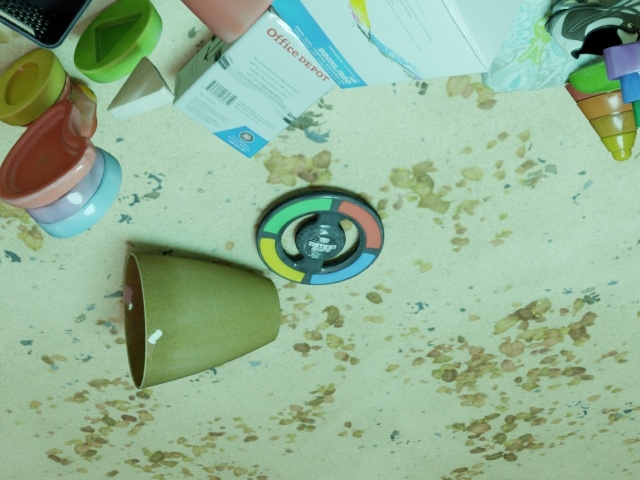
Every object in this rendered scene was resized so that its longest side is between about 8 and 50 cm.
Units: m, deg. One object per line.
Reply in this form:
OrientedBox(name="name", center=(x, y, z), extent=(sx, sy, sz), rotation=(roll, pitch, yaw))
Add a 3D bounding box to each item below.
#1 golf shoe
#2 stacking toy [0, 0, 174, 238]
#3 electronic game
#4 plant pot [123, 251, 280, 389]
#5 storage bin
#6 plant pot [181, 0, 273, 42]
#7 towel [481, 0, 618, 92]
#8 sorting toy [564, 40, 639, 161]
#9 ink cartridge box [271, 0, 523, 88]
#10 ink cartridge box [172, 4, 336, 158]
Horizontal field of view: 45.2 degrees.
OrientedBox(name="golf shoe", center=(0.385, -0.263, 0.956), extent=(0.198, 0.094, 0.077), rotation=(-9, 145, 2))
OrientedBox(name="stacking toy", center=(-0.290, -0.160, 1.026), extent=(0.279, 0.309, 0.130), rotation=(-31, 139, 11))
OrientedBox(name="electronic game", center=(0.000, 0.000, 1.364), extent=(0.229, 0.048, 0.229), rotation=(-2, 135, -2))
OrientedBox(name="plant pot", center=(-0.209, 0.135, 1.378), extent=(0.254, 0.237, 0.237), rotation=(-1, 137, -22))
OrientedBox(name="storage bin", center=(-0.338, -0.347, 0.959), extent=(0.122, 0.084, 0.180), rotation=(30, 125, -30))
OrientedBox(name="plant pot", center=(-0.122, -0.392, 0.824), extent=(0.243, 0.275, 0.275), rotation=(33, 125, -21))
OrientedBox(name="towel", center=(0.393, -0.345, 0.991), extent=(0.374, 0.090, 0.321), rotation=(-10, 143, 6))
OrientedBox(name="sorting toy", center=(0.385, -0.163, 0.966), extent=(0.127, 0.365, 0.126), rotation=(-10, 93, 15))
OrientedBox(name="ink cartridge box", center=(0.098, -0.303, 0.908), extent=(0.232, 0.171, 0.168), rotation=(5, 149, 45))
OrientedBox(name="ink cartridge box", center=(-0.088, -0.235, 1.091), extent=(0.203, 0.086, 0.148), rotation=(-36, 128, 27))
